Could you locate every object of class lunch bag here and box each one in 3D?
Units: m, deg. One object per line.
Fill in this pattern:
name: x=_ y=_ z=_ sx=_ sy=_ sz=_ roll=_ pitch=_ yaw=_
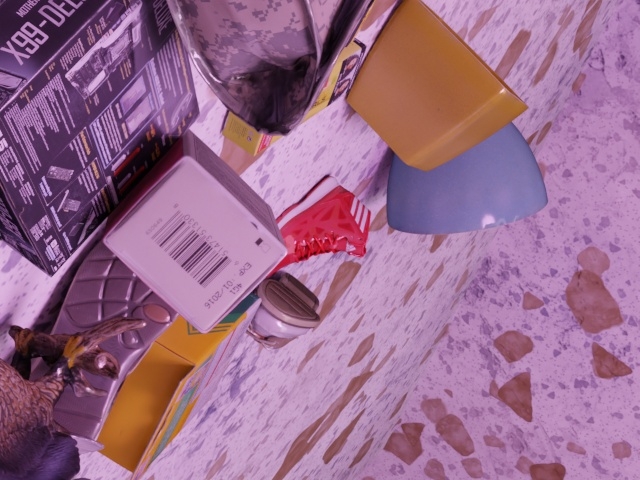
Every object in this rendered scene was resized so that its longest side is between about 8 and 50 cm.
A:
lunch bag: x=-0.026 y=-0.264 z=1.153 sx=0.235 sy=0.169 sz=0.287 roll=-65 pitch=150 yaw=-31

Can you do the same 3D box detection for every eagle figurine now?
eagle figurine: x=-0.348 y=0.185 z=1.340 sx=0.226 sy=0.225 sz=0.298 roll=-55 pitch=179 yaw=41

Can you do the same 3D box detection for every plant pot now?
plant pot: x=0.249 y=-0.144 z=2.320 sx=0.290 sy=0.290 sz=0.195 roll=-32 pitch=117 yaw=-55
plant pot: x=0.166 y=-0.224 z=1.994 sx=0.187 sy=0.212 sz=0.212 roll=-44 pitch=167 yaw=12

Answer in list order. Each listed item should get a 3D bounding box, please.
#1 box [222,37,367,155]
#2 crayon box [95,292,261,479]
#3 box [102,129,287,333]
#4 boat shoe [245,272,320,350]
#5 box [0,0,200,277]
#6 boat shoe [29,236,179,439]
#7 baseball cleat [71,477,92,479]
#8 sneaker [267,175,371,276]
box: x=-0.031 y=-0.199 z=1.696 sx=0.232 sy=0.058 sz=0.087 roll=-38 pitch=157 yaw=-46
crayon box: x=-0.208 y=0.194 z=1.846 sx=0.203 sy=0.083 sz=0.323 roll=-62 pitch=174 yaw=23
box: x=-0.137 y=-0.018 z=1.403 sx=0.127 sy=0.148 sz=0.232 roll=-45 pitch=-167 yaw=4
boat shoe: x=-0.070 y=0.127 z=2.102 sx=0.103 sy=0.113 sz=0.302 roll=-49 pitch=175 yaw=6
box: x=-0.230 y=-0.129 z=1.225 sx=0.242 sy=0.076 sz=0.307 roll=-50 pitch=164 yaw=-18
boat shoe: x=-0.261 y=0.101 z=1.568 sx=0.355 sy=0.132 sz=0.130 roll=-55 pitch=-170 yaw=-8
baseball cleat: x=-0.376 y=0.375 z=1.839 sx=0.206 sy=0.072 sz=0.109 roll=-38 pitch=151 yaw=-56
sneaker: x=0.000 y=0.000 z=2.066 sx=0.221 sy=0.128 sz=0.087 roll=-48 pitch=163 yaw=-25
